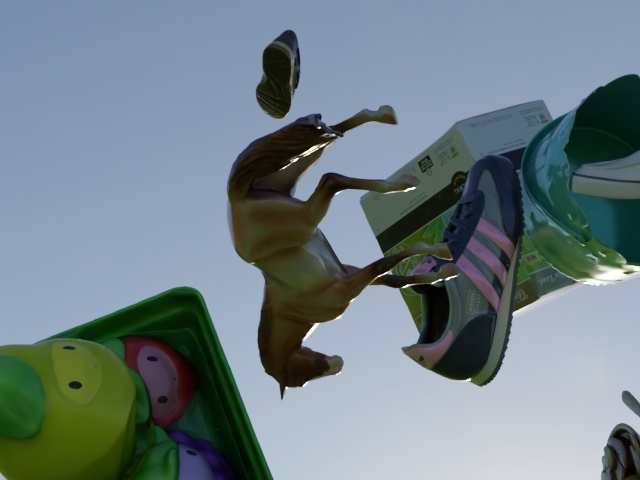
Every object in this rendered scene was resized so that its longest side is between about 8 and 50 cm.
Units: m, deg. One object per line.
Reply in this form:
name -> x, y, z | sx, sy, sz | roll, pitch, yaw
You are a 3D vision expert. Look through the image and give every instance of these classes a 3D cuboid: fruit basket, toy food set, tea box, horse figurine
fruit basket -> -0.228, 0.210, 1.279 | 0.283, 0.392, 0.392 | -22, -30, -6
toy food set -> 0.376, 0.292, 1.411 | 0.039, 0.192, 0.132 | 0, 15, -9
tea box -> 0.288, -0.017, 1.981 | 0.220, 0.323, 0.329 | -18, -12, -34
horse figurine -> 0.000, 0.000, 0.843 | 0.175, 0.066, 0.263 | -20, -45, 8

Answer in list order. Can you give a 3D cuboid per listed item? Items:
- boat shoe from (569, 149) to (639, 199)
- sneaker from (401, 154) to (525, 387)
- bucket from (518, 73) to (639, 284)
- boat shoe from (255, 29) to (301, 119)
boat shoe -> 0.438, -0.102, 1.403 | 0.258, 0.084, 0.095 | -5, 12, 3
sneaker -> 0.185, 0.024, 1.487 | 0.131, 0.318, 0.112 | 15, -20, -21
bucket -> 0.410, -0.074, 1.527 | 0.281, 0.281, 0.183 | 15, -18, -13
boat shoe -> -0.048, -0.213, 1.468 | 0.056, 0.049, 0.152 | 32, -27, 6
